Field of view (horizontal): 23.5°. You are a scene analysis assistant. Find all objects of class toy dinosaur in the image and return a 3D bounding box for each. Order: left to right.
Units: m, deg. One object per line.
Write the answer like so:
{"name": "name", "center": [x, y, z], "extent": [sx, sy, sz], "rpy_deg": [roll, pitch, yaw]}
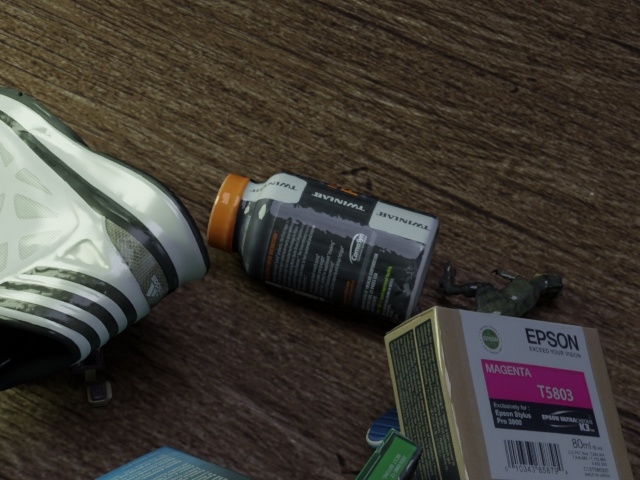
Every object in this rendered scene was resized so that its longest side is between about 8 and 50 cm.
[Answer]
{"name": "toy dinosaur", "center": [0.171, 0.082, 1.702], "extent": [0.118, 0.064, 0.268], "rpy_deg": [14, 34, 33]}

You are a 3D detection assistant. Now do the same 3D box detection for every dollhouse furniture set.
{"name": "dollhouse furniture set", "center": [-0.280, 0.122, 1.605], "extent": [0.114, 0.081, 0.091], "rpy_deg": [-5, 51, -13]}

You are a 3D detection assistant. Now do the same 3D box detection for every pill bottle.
{"name": "pill bottle", "center": [0.000, 0.000, 1.718], "extent": [0.246, 0.130, 0.130], "rpy_deg": [17, 50, 6]}

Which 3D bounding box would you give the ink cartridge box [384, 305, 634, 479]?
{"name": "ink cartridge box", "center": [0.192, 0.177, 1.542], "extent": [0.235, 0.088, 0.193], "rpy_deg": [8, 61, -35]}

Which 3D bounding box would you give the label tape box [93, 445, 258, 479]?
{"name": "label tape box", "center": [-0.151, 0.296, 1.336], "extent": [0.241, 0.106, 0.334], "rpy_deg": [-25, 14, -26]}

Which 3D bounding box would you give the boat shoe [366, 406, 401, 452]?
{"name": "boat shoe", "center": [0.129, 0.196, 1.604], "extent": [0.183, 0.066, 0.066], "rpy_deg": [-21, 16, -31]}

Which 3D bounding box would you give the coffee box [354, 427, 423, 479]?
{"name": "coffee box", "center": [0.041, 0.271, 1.460], "extent": [0.040, 0.184, 0.113], "rpy_deg": [30, 51, 13]}

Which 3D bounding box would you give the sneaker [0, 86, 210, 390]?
{"name": "sneaker", "center": [-0.347, -0.005, 1.605], "extent": [0.257, 0.169, 0.447], "rpy_deg": [-40, 43, -24]}
